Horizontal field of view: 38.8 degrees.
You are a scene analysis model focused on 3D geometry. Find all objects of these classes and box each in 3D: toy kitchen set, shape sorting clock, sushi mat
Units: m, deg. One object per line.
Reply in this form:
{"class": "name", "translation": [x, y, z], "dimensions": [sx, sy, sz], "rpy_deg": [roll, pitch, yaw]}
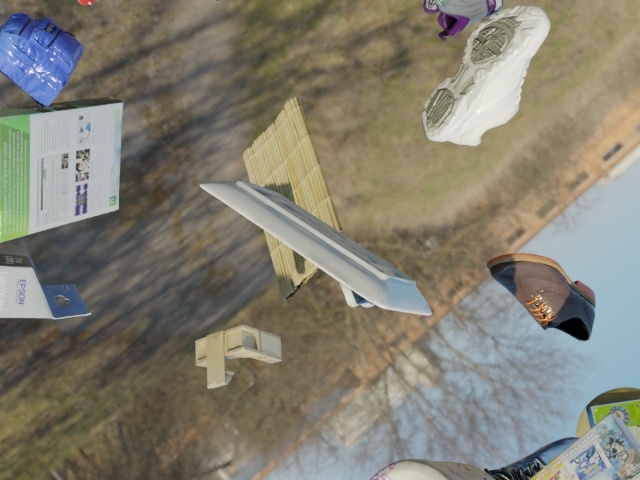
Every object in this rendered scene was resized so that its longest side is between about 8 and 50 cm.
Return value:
{"class": "toy kitchen set", "translation": [-0.104, 0.156, 1.151], "dimensions": [0.083, 0.068, 0.075], "rpy_deg": [-21, 151, 34]}
{"class": "shape sorting clock", "translation": [0.619, 0.395, 1.822], "dimensions": [0.206, 0.206, 0.040], "rpy_deg": [-42, 149, -9]}
{"class": "sushi mat", "translation": [-0.047, -0.071, 1.402], "dimensions": [0.019, 0.316, 0.151], "rpy_deg": [15, 132, -36]}

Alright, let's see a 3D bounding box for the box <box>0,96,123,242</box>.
{"class": "box", "translation": [-0.507, -0.144, 1.735], "dimensions": [0.322, 0.058, 0.232], "rpy_deg": [-24, 125, -59]}

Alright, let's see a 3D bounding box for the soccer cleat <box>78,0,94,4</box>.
{"class": "soccer cleat", "translation": [-0.342, -0.396, 1.387], "dimensions": [0.083, 0.035, 0.029], "rpy_deg": [-49, 140, 12]}

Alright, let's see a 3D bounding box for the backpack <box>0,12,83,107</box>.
{"class": "backpack", "translation": [-0.421, -0.280, 1.346], "dimensions": [0.101, 0.120, 0.098], "rpy_deg": [-43, -156, 26]}

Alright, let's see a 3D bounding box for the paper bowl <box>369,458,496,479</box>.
{"class": "paper bowl", "translation": [0.161, 0.432, 1.181], "dimensions": [0.148, 0.284, 0.284], "rpy_deg": [13, 137, -34]}

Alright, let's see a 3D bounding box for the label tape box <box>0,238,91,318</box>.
{"class": "label tape box", "translation": [-0.638, 0.067, 1.773], "dimensions": [0.348, 0.115, 0.249], "rpy_deg": [1, -168, -23]}

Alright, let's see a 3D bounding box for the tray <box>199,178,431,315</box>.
{"class": "tray", "translation": [0.000, 0.000, 1.020], "dimensions": [0.030, 0.270, 0.145], "rpy_deg": [-60, 152, 7]}

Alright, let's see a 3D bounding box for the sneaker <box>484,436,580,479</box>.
{"class": "sneaker", "translation": [0.358, 0.464, 1.643], "dimensions": [0.330, 0.130, 0.147], "rpy_deg": [-34, 150, -6]}

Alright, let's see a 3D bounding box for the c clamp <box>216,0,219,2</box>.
{"class": "c clamp", "translation": [-0.189, -0.616, 1.985], "dimensions": [0.161, 0.022, 0.137], "rpy_deg": [142, -44, -61]}

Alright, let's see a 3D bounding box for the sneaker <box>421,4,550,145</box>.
{"class": "sneaker", "translation": [0.245, -0.224, 1.262], "dimensions": [0.115, 0.090, 0.232], "rpy_deg": [14, 133, -34]}

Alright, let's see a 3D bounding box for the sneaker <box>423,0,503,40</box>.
{"class": "sneaker", "translation": [0.170, -0.340, 1.170], "dimensions": [0.098, 0.083, 0.223], "rpy_deg": [-38, 147, 3]}

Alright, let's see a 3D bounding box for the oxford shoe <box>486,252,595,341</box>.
{"class": "oxford shoe", "translation": [0.414, 0.104, 1.669], "dimensions": [0.097, 0.271, 0.098], "rpy_deg": [-34, -139, 45]}

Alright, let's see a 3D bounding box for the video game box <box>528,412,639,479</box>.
{"class": "video game box", "translation": [0.405, 0.389, 1.333], "dimensions": [0.205, 0.048, 0.187], "rpy_deg": [-45, -141, 17]}

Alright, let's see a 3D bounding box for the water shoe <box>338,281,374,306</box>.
{"class": "water shoe", "translation": [0.102, 0.103, 2.025], "dimensions": [0.080, 0.073, 0.203], "rpy_deg": [-26, 167, 15]}
